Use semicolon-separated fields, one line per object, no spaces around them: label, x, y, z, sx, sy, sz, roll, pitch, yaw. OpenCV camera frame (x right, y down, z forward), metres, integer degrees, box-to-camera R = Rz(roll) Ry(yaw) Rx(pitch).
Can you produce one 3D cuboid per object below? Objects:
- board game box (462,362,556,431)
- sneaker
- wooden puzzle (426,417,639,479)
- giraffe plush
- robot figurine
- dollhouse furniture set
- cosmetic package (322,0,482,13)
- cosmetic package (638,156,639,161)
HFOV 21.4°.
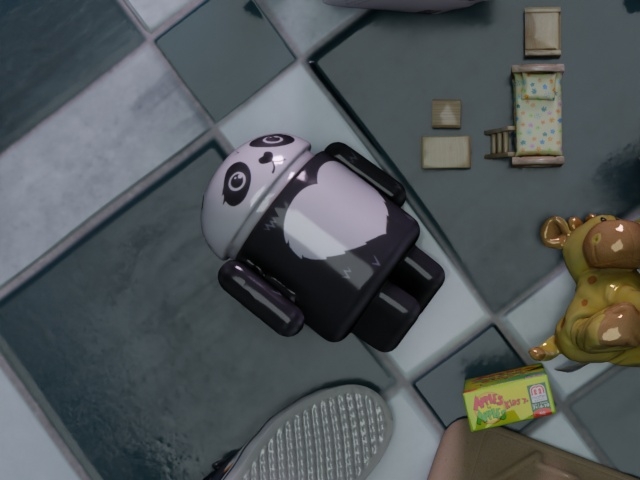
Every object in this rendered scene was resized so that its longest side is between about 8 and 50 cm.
board game box;0.206;0.170;1.858;0.092;0.181;0.043;-14;89;5
sneaker;-0.061;0.282;1.924;0.321;0.127;0.126;-38;92;-20
wooden puzzle;0.262;0.372;1.832;0.348;0.322;0.080;17;134;8
giraffe plush;0.328;0.048;1.869;0.181;0.210;0.170;11;73;-37
robot figurine;0.000;0.000;1.882;0.278;0.209;0.173;37;106;4
dollhouse furniture set;0.192;-0.173;1.899;0.161;0.101;0.182;-1;90;6
cosmetic package;0.099;-0.352;1.862;0.151;0.151;0.184;3;89;-21
cosmetic package;0.577;-0.036;1.737;0.393;0.329;0.327;-27;87;9
